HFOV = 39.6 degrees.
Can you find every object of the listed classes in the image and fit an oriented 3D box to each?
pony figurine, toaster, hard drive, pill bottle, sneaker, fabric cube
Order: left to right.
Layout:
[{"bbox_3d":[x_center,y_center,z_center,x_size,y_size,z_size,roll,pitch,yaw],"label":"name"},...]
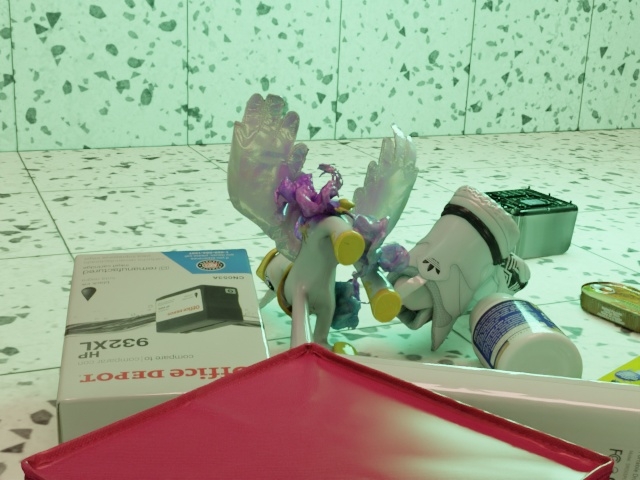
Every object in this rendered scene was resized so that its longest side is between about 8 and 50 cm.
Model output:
[{"bbox_3d":[-0.001,0.247,0.549,0.254,0.258,0.259,15,21,40],"label":"fabric cube"},{"bbox_3d":[0.000,0.000,1.263,0.302,0.351,0.363,14,16,-21],"label":"pony figurine"},{"bbox_3d":[0.205,0.063,1.373,0.137,0.210,0.366,42,-4,24],"label":"sneaker"},{"bbox_3d":[0.159,0.210,0.736,0.353,0.233,0.047,5,32,8],"label":"hard drive"},{"bbox_3d":[0.265,0.140,1.194,0.112,0.112,0.187,0,17,-8],"label":"pill bottle"},{"bbox_3d":[0.404,-0.039,1.816,0.185,0.110,0.168,-6,18,-27],"label":"toaster"}]

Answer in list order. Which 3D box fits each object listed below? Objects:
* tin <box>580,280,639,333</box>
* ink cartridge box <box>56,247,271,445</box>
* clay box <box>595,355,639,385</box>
[{"bbox_3d":[0.513,0.112,1.461,0.106,0.040,0.189,-4,17,-33],"label":"tin"},{"bbox_3d":[-0.178,0.136,1.025,0.223,0.129,0.307,-1,28,-11],"label":"ink cartridge box"},{"bbox_3d":[0.435,0.199,1.123,0.222,0.053,0.127,-16,26,-43],"label":"clay box"}]
